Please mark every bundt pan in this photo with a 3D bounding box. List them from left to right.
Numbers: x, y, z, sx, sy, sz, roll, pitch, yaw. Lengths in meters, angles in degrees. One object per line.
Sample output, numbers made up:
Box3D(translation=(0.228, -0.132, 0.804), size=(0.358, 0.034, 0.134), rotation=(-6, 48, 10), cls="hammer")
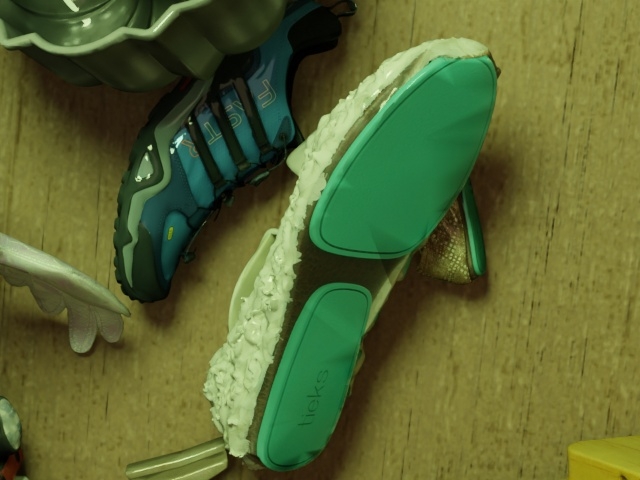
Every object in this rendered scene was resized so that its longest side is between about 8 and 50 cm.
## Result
Box3D(translation=(-0.124, -0.252, 1.148), size=(0.330, 0.124, 0.331), rotation=(-12, 58, 19), cls="bundt pan")

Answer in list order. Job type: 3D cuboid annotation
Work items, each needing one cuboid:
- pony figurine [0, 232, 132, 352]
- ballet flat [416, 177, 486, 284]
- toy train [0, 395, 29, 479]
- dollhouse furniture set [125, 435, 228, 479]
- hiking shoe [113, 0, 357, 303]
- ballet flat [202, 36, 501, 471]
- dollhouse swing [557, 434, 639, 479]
Box3D(translation=(-0.337, -0.024, 1.163), size=(0.302, 0.351, 0.364), rotation=(-11, 76, 3), cls="pony figurine")
Box3D(translation=(0.096, -0.063, 1.243), size=(0.067, 0.073, 0.206), rotation=(-5, 93, 18), cls="ballet flat")
Box3D(translation=(-0.406, 0.242, 1.280), size=(0.333, 0.142, 0.190), rotation=(-17, 107, 3), cls="toy train")
Box3D(translation=(-0.111, 0.322, 1.203), size=(0.135, 0.259, 0.262), rotation=(-14, 94, -4), cls="dollhouse furniture set")
Box3D(translation=(-0.081, -0.079, 1.227), size=(0.132, 0.113, 0.304), rotation=(21, 97, 2), cls="hiking shoe")
Box3D(translation=(0.000, 0.000, 1.199), size=(0.147, 0.147, 0.409), rotation=(26, 107, 0), cls="ballet flat")
Box3D(translation=(0.239, 0.361, 1.169), size=(0.304, 0.315, 0.347), rotation=(-7, 97, -24), cls="dollhouse swing")
